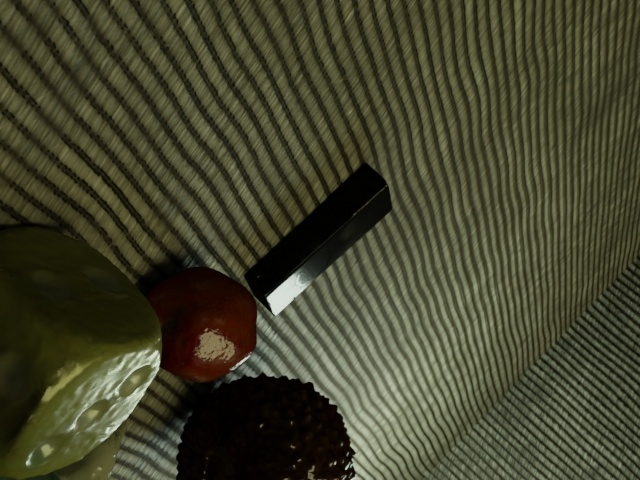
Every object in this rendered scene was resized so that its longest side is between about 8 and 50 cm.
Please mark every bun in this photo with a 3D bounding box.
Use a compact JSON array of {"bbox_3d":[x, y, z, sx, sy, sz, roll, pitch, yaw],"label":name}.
[{"bbox_3d":[-0.293,0.256,1.506,0.183,0.102,0.183,-156,-90,-81],"label":"bun"}]

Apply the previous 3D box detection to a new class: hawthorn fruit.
[{"bbox_3d":[-0.141,0.098,1.479,0.133,0.133,0.138,-54,151,17],"label":"hawthorn fruit"}]

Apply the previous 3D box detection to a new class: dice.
[{"bbox_3d":[-0.261,0.100,1.188,0.166,0.169,0.169,-56,158,20],"label":"dice"}]

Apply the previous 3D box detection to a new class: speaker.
[{"bbox_3d":[0.000,0.000,1.697,0.218,0.044,0.082,-43,159,-12],"label":"speaker"}]

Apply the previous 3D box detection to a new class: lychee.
[{"bbox_3d":[-0.067,0.310,1.832,0.267,0.267,0.267,-40,158,-19],"label":"lychee"}]

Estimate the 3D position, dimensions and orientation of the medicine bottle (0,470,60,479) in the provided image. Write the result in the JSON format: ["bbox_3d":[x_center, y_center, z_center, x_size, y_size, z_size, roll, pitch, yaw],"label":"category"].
[{"bbox_3d":[-0.411,0.336,1.340,0.318,0.158,0.158,-49,159,7],"label":"medicine bottle"}]
